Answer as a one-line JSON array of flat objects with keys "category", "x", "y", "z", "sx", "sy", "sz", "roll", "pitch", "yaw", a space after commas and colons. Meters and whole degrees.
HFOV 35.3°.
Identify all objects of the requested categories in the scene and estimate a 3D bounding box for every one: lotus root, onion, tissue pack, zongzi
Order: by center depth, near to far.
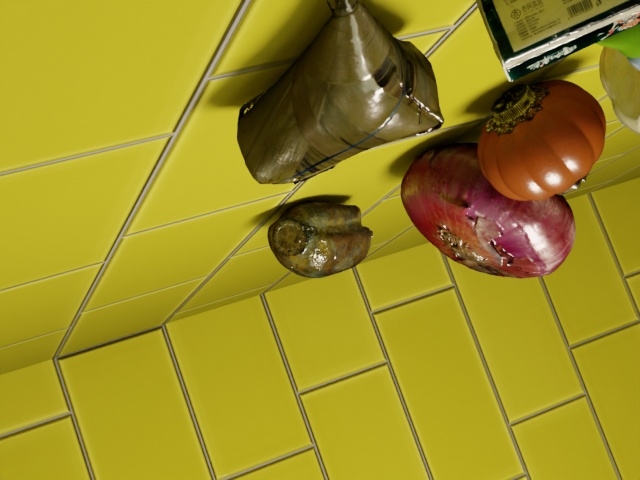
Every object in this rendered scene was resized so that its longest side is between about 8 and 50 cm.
[{"category": "zongzi", "x": -0.023, "y": -0.163, "z": 1.105, "sx": 0.260, "sy": 0.123, "sz": 0.289, "roll": -21, "pitch": 162, "yaw": 23}, {"category": "tissue pack", "x": 0.271, "y": -0.264, "z": 1.137, "sx": 0.170, "sy": 0.103, "sz": 0.090, "roll": -22, "pitch": 172, "yaw": 12}, {"category": "onion", "x": 0.333, "y": -0.084, "z": 1.924, "sx": 0.285, "sy": 0.347, "sz": 0.347, "roll": -63, "pitch": -179, "yaw": -13}, {"category": "lotus root", "x": 0.000, "y": 0.000, "z": 2.029, "sx": 0.160, "sy": 0.152, "sz": 0.275, "roll": -14, "pitch": 174, "yaw": 29}]

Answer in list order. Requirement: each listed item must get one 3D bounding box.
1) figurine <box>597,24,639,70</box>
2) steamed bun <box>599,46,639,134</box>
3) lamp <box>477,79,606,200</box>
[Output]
[{"category": "figurine", "x": 0.457, "y": -0.280, "z": 1.183, "sx": 0.263, "sy": 0.162, "sz": 0.143, "roll": 1, "pitch": 147, "yaw": 33}, {"category": "steamed bun", "x": 0.534, "y": -0.264, "z": 1.427, "sx": 0.275, "sy": 0.206, "sz": 0.320, "roll": -32, "pitch": 141, "yaw": 16}, {"category": "lamp", "x": 0.368, "y": -0.166, "z": 1.673, "sx": 0.223, "sy": 0.196, "sz": 0.223, "roll": -36, "pitch": -156, "yaw": 19}]
